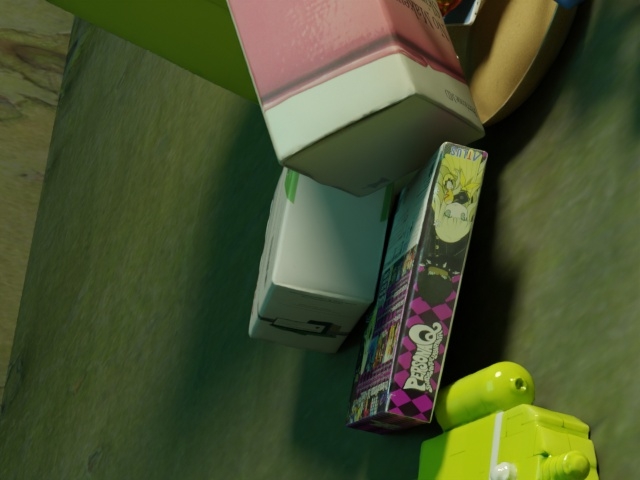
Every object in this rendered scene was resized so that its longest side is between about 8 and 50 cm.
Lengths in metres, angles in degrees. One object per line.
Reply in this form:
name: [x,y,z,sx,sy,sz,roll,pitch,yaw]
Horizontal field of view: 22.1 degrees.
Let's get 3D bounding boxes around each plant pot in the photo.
plant pot: [0.160,-0.199,1.364,0.236,0.032,0.236,-163,90,-70]

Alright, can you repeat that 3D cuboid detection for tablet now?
tablet: [0.122,-0.211,1.420,0.083,0.006,0.054,-161,88,-71]

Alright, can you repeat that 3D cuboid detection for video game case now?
video game case: [0.073,0.046,1.312,0.232,0.041,0.210,125,159,-78]

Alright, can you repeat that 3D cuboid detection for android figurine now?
android figurine: [0.113,0.209,1.141,0.273,0.056,0.248,145,138,-64]

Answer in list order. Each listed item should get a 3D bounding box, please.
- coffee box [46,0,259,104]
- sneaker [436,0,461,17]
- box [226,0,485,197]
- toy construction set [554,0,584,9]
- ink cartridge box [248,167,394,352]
coffee box: [-0.062,-0.384,1.598,0.338,0.337,0.334,-43,27,54]
sneaker: [0.114,-0.248,1.398,0.175,0.064,0.067,-52,1,20]
box: [0.018,-0.172,1.311,0.127,0.148,0.232,-26,70,21]
toy construction set: [0.147,-0.320,1.202,0.309,0.257,0.237,-54,20,-12]
ink cartridge box: [0.000,0.000,1.486,0.219,0.092,0.160,116,165,-73]
